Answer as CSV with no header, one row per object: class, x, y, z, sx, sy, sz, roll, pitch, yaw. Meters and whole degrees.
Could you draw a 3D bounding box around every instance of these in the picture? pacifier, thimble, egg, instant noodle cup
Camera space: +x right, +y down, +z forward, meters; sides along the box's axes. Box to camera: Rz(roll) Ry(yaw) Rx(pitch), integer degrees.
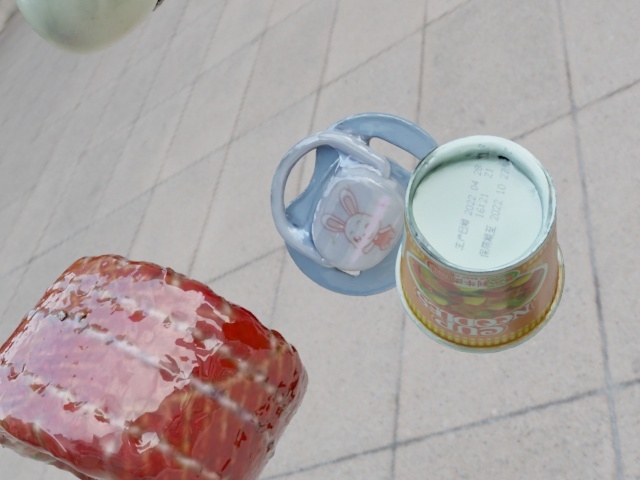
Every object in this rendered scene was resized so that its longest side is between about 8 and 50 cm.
pacifier,0.060,-0.066,1.165,0.287,0.238,0.226,-66,-5,25
thimble,-0.205,0.180,0.921,0.350,0.350,0.230,-4,50,49
egg,-0.377,-0.408,1.237,0.286,0.264,0.174,101,177,-58
instant noodle cup,0.137,-0.002,0.687,0.169,0.185,0.168,-3,71,9
